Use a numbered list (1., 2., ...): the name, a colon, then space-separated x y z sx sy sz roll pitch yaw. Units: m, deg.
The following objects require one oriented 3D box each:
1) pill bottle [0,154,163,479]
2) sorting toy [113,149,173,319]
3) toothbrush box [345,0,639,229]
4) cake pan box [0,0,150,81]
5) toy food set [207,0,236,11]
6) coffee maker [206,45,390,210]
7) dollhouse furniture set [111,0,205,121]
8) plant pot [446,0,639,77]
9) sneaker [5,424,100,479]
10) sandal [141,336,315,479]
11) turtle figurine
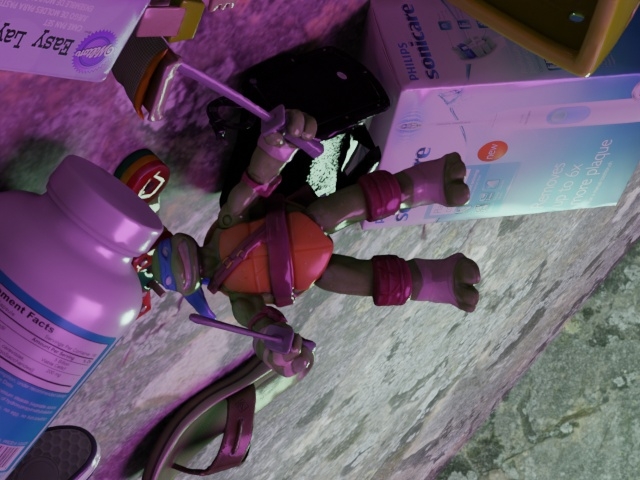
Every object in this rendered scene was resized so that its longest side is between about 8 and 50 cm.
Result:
1. pill bottle: -0.237 0.063 0.970 0.264 0.146 0.146 -50 159 7
2. sorting toy: -0.193 0.042 1.158 0.132 0.046 0.274 -35 156 -29
3. toothbrush box: 0.183 -0.134 1.285 0.296 0.126 0.216 -4 145 -15
4. cake pan box: -0.167 -0.212 0.704 0.245 0.070 0.267 -53 154 21
5. toy food set: -0.013 -0.250 1.008 0.192 0.038 0.132 -17 137 -44
6. coffee maker: -0.039 -0.077 1.180 0.171 0.120 0.178 -3 140 -19
7. dollhouse furniture set: -0.132 -0.157 0.893 0.059 0.076 0.151 -10 138 -39
8. plant pot: 0.208 -0.316 1.060 0.207 0.227 0.228 -45 159 -26
9. sneaker: -0.300 0.288 1.313 0.226 0.086 0.163 -36 148 -2
10. sandal: -0.108 0.231 1.601 0.303 0.086 0.120 -37 157 -25
11. turtle figurine: 0.000 0.000 1.032 0.266 0.197 0.274 -6 145 -12
